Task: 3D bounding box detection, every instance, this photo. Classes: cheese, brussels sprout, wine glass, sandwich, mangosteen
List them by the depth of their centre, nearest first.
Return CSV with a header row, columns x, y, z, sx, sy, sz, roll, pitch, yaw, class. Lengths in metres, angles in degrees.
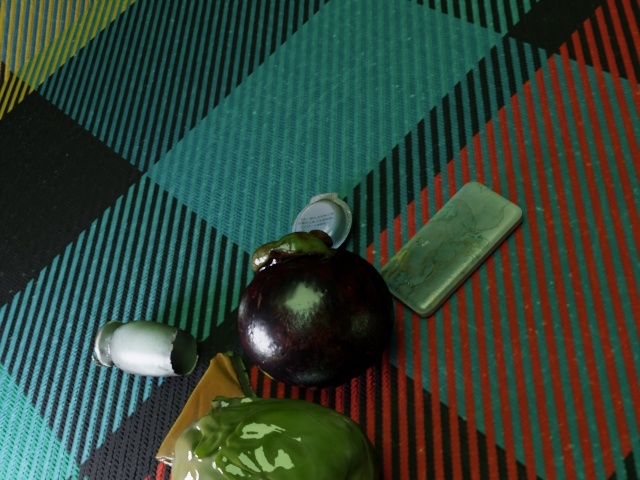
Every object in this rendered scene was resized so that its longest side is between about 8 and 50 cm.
x,y,z,sx,sy,sz,roll,pitch,yaw,class
-0.057,0.365,1.301,0.328,0.328,0.247,-6,75,21,brussels sprout
-0.012,0.120,1.473,0.288,0.288,0.288,-13,51,16,mangosteen
-0.213,0.344,1.548,0.212,0.063,0.245,-32,47,2,sandwich
-0.351,0.216,1.677,0.204,0.111,0.111,1,56,30,wine glass
0.000,0.000,1.715,0.135,0.052,0.244,-11,53,21,cheese

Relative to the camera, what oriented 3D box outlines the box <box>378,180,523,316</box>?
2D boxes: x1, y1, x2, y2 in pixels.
x,y,z,sx,sy,sz,roll,pitch,yaw,class
0.246,0.012,1.597,0.285,0.044,0.142,-44,54,-10,box
